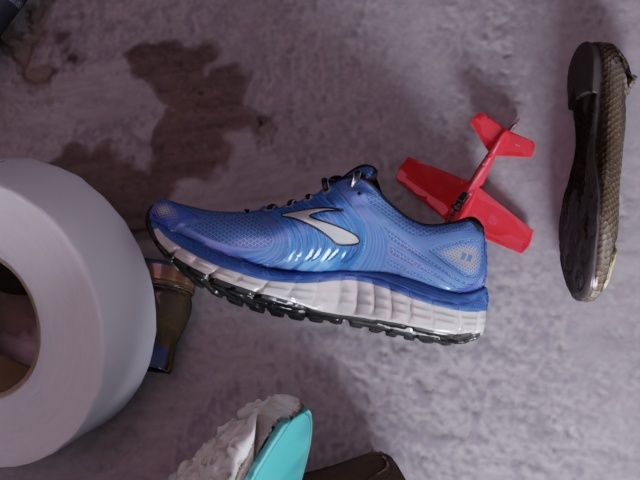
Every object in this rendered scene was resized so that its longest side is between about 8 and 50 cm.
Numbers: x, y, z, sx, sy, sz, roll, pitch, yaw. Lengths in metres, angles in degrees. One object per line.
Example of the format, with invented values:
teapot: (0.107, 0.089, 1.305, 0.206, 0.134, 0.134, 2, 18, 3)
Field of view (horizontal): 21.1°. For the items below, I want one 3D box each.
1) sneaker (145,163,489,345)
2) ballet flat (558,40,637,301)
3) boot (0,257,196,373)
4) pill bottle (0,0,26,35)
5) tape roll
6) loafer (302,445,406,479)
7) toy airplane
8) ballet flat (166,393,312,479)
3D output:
sneaker: (0.000, 0.000, 1.611, 0.330, 0.130, 0.147, 11, 80, 4)
ballet flat: (0.262, -0.064, 1.595, 0.058, 0.084, 0.250, 9, 74, -20)
boot: (-0.233, 0.070, 1.682, 0.219, 0.082, 0.106, 3, 76, 13)
pill bottle: (-0.416, -0.201, 1.766, 0.130, 0.130, 0.246, 35, 89, 19)
tape roll: (-0.301, 0.066, 1.631, 0.286, 0.100, 0.286, 7, 105, 25)
loafer: (-0.077, 0.275, 1.587, 0.365, 0.134, 0.130, -7, 49, 3)
toy airplane: (0.150, -0.055, 1.638, 0.151, 0.028, 0.151, -3, 78, 13)
ballet flat: (-0.132, 0.310, 1.436, 0.147, 0.147, 0.409, 19, 92, 18)
